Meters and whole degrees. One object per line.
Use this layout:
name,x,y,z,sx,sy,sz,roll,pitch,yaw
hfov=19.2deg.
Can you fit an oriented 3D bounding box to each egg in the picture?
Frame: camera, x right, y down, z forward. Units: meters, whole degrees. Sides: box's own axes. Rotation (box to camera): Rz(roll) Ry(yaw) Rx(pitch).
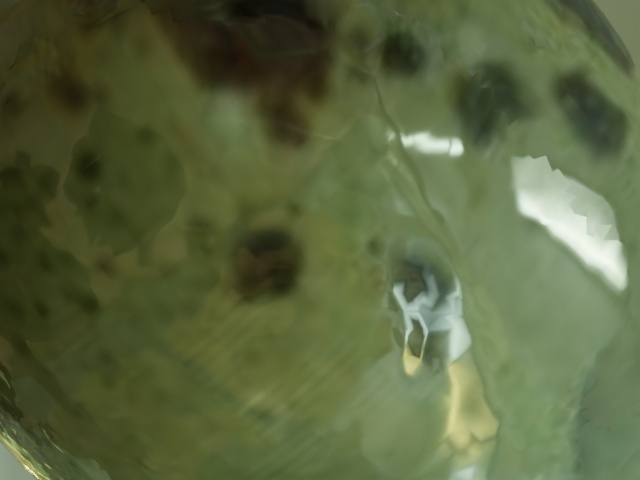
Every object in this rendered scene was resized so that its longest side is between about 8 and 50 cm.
egg,0.000,0.000,0.897,0.345,0.428,0.345,-43,-164,16
